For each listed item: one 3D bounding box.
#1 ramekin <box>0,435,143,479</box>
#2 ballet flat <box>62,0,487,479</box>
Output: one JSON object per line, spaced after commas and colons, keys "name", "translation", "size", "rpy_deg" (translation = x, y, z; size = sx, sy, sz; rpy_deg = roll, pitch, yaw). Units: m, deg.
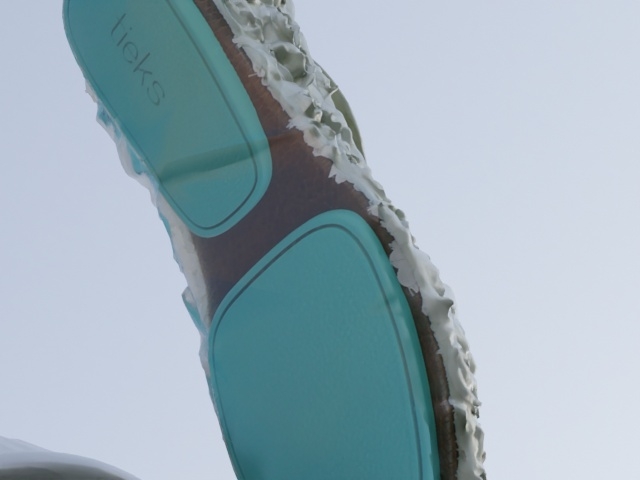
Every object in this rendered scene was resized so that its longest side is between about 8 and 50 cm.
{"name": "ramekin", "translation": [-0.188, 0.225, 1.003], "size": [0.273, 0.127, 0.273], "rpy_deg": [-9, -73, -31]}
{"name": "ballet flat", "translation": [0.000, 0.000, 0.964], "size": [0.147, 0.409, 0.147], "rpy_deg": [-20, -23, -9]}
